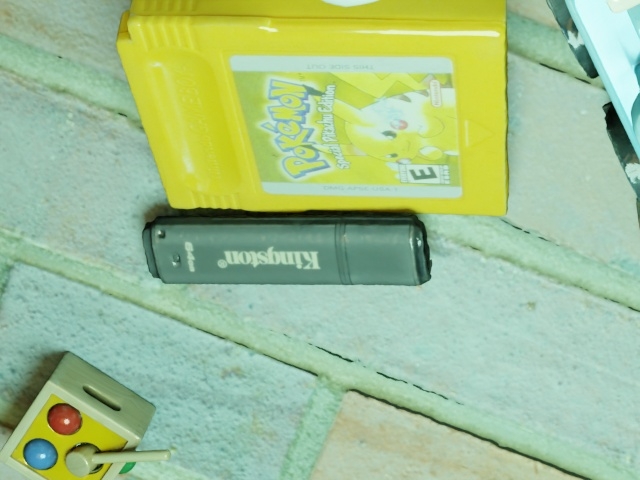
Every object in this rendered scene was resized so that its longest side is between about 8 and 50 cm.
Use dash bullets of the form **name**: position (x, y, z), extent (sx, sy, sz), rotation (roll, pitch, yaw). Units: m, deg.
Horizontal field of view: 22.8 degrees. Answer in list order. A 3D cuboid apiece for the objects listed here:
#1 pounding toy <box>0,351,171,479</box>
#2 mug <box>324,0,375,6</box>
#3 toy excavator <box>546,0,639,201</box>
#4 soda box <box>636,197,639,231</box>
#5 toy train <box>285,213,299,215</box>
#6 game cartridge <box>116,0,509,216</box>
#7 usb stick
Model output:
- **pounding toy**: position (-0.230, 0.201, 1.593), extent (0.141, 0.100, 0.130), rotation (33, 112, -5)
- **mug**: position (0.060, -0.323, 1.215), extent (0.328, 0.374, 0.276), rotation (-27, 130, 21)
- **toy excavator**: position (0.292, -0.153, 1.182), extent (0.222, 0.445, 0.433), rotation (-24, 114, 15)
- **soda box**: position (0.383, -0.022, 1.445), extent (0.183, 0.063, 0.058), rotation (-12, 109, 12)
- **toy train**: position (0.000, 0.000, 1.531), extent (0.083, 0.017, 0.023), rotation (28, 122, -4)
- **game cartridge**: position (0.002, -0.112, 1.385), extent (0.324, 0.052, 0.285), rotation (0, 149, 7)
- **usb stick**: position (-0.032, 0.010, 1.505), extent (0.278, 0.045, 0.077), rotation (0, 128, 15)
